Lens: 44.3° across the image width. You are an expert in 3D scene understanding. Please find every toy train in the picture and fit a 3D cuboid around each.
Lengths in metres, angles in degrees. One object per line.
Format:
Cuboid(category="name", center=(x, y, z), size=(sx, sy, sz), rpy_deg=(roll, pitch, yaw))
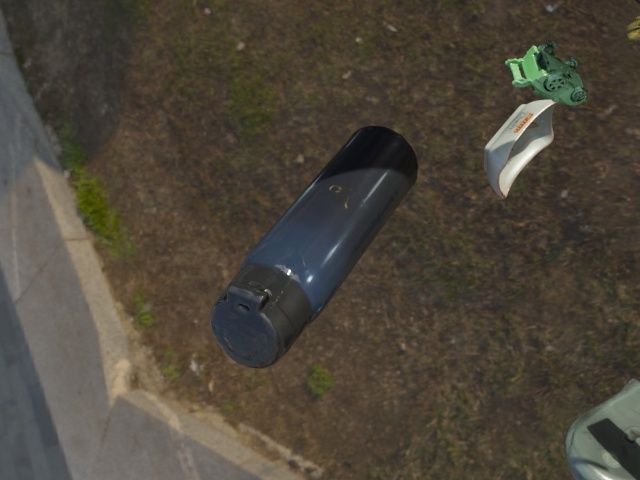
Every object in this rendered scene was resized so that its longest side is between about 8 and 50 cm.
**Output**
Cuboid(category="toy train", center=(0.416, -0.295, 1.427), size=(0.081, 0.149, 0.099), rpy_deg=(-37, 45, 35))

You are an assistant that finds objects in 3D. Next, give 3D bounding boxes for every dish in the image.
Cuboid(category="dish", center=(0.438, -0.216, 1.763), size=(0.077, 0.151, 0.212), rpy_deg=(33, 72, 27))

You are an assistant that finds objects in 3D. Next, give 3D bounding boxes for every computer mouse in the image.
Cuboid(category="computer mouse", center=(0.613, 0.408, 1.570), size=(0.188, 0.371, 0.122), rpy_deg=(41, 136, 30))

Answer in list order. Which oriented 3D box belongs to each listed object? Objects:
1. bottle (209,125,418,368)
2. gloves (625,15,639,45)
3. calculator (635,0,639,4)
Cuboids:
Cuboid(category="bottle", center=(0.000, 0.000, 0.632), size=(0.072, 0.244, 0.082), rpy_deg=(20, 135, 20))
Cuboid(category="gloves", center=(0.744, -0.375, 1.661), size=(0.141, 0.154, 0.331), rpy_deg=(-37, 38, 52))
Cuboid(category="calculator", center=(0.455, -0.433, 1.100), size=(0.173, 0.293, 0.051), rpy_deg=(-37, 43, 39))
